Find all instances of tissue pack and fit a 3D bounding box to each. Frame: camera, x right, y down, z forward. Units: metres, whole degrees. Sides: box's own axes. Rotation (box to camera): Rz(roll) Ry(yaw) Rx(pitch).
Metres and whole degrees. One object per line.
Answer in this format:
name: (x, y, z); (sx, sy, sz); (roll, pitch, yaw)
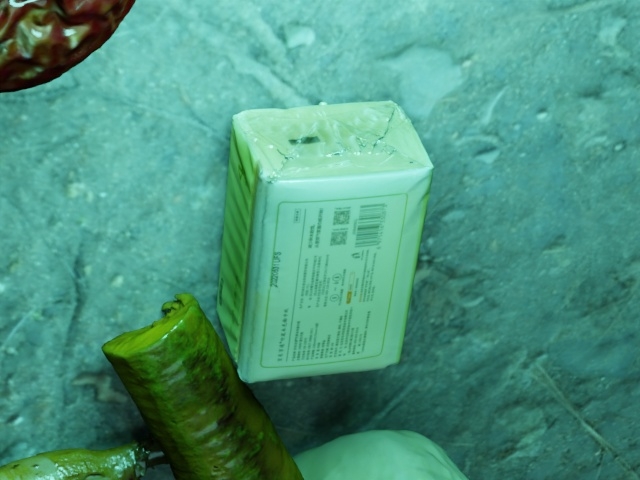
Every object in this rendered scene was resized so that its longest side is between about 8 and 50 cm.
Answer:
tissue pack: (0.000, 0.000, 1.647); (0.159, 0.125, 0.234); (-6, 129, -17)

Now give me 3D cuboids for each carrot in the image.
carrot: (-0.105, 0.180, 1.740); (0.114, 0.114, 0.302); (-27, 123, -1)

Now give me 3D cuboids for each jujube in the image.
jujube: (-0.236, -0.222, 1.333); (0.232, 0.213, 0.213); (-45, 130, 12)

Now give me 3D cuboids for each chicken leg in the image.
chicken leg: (-0.236, 0.245, 1.768); (0.207, 0.101, 0.085); (-19, 174, -18)

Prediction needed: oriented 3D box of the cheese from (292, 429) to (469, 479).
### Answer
cheese: (0.039, 0.346, 1.821); (0.326, 0.318, 0.115); (-10, 155, 39)
